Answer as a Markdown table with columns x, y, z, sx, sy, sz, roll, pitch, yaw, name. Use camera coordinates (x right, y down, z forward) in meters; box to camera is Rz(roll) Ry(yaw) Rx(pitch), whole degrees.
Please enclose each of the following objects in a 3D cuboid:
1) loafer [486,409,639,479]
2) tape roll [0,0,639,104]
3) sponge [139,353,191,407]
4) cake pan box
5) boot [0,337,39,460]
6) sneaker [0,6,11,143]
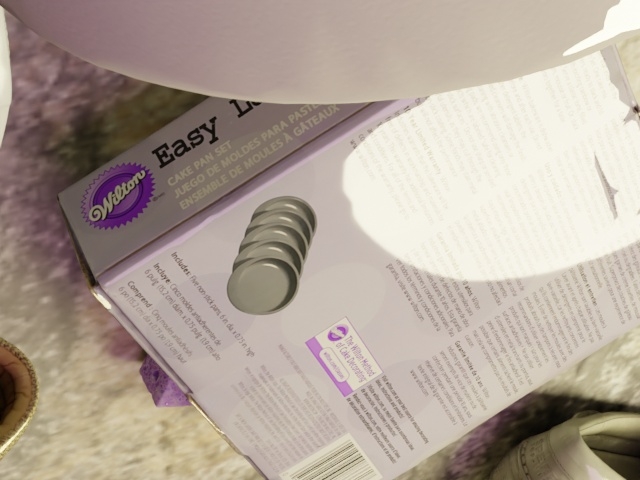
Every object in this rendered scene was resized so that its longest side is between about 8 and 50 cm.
| x | y | z | sx | sy | sz | roll | pitch | yaw | name |
| --- | --- | --- | --- | --- | --- | --- | --- | --- | --- |
| 0.259 | 0.171 | 1.078 | 0.319 | 0.112 | 0.111 | 5 | 136 | -36 | loafer |
| 0.012 | -0.171 | 0.432 | 0.286 | 0.286 | 0.100 | -26 | 141 | -7 | tape roll |
| 0.000 | 0.000 | 0.795 | 0.117 | 0.031 | 0.210 | 4 | 129 | -36 | sponge |
| 0.044 | 0.006 | 0.754 | 0.246 | 0.070 | 0.267 | -32 | 140 | 3 | cake pan box |
| -0.249 | 0.107 | 0.622 | 0.262 | 0.095 | 0.203 | -14 | 172 | -26 | boot |
| -0.174 | -0.045 | 0.586 | 0.091 | 0.094 | 0.258 | -14 | 138 | -28 | sneaker |
